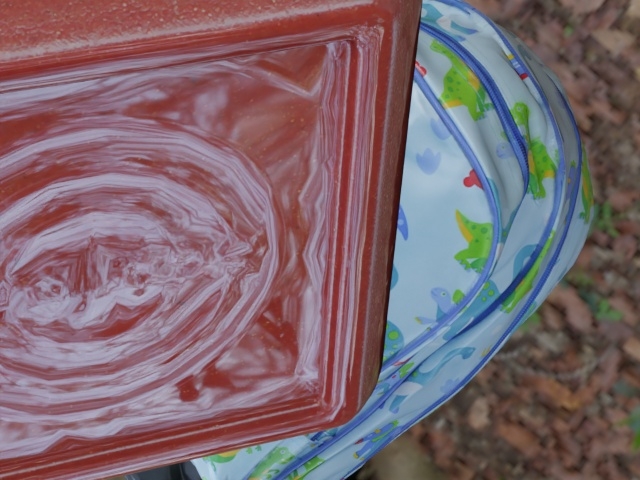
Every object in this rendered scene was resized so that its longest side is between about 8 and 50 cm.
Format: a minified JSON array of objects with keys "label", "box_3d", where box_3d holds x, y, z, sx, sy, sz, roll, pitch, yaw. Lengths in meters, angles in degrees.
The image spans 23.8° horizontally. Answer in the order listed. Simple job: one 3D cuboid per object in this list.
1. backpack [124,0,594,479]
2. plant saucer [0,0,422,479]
[{"label":"backpack","box_3d":[0.000,0.000,0.951,0.290,0.356,0.273,62,-174,15]},{"label":"plant saucer","box_3d":[-0.084,0.005,0.527,0.259,0.258,0.047,94,159,-44]}]
